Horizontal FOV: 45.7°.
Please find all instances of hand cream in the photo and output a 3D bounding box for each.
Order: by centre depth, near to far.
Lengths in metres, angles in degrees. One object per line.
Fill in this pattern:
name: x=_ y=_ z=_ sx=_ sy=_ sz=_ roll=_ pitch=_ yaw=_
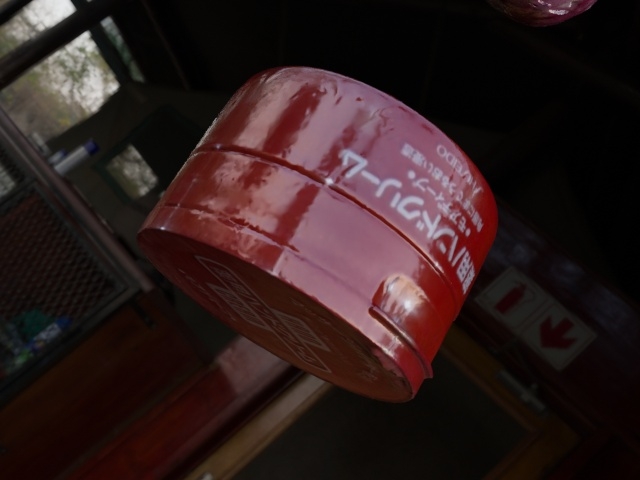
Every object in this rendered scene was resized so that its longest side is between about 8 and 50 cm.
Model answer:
hand cream: x=0.000 y=0.000 z=0.461 sx=0.193 sy=0.125 sz=0.193 roll=26 pitch=-19 yaw=9

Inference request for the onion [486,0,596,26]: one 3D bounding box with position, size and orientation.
onion: x=0.191 y=-0.282 z=0.679 sx=0.177 sy=0.153 sz=0.177 roll=44 pitch=-18 yaw=18
